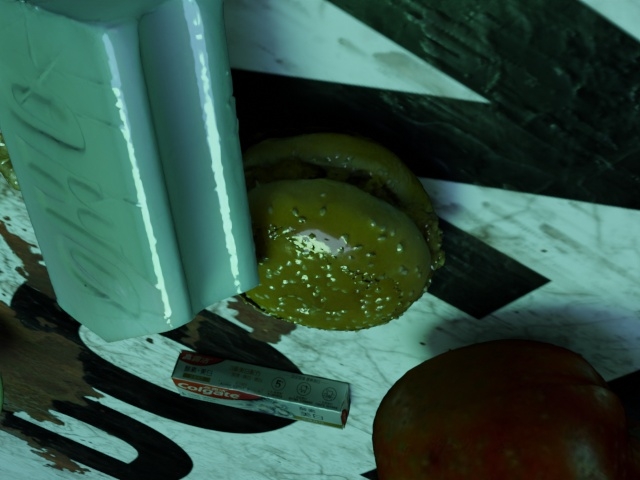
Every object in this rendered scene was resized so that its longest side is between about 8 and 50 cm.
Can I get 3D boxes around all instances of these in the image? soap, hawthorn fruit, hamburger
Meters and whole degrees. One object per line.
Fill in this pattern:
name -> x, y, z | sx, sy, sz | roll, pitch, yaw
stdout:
soap -> -0.139, -0.050, 0.632 | 0.173, 0.095, 0.289 | 27, 138, 34
hawthorn fruit -> 0.210, 0.198, 0.852 | 0.300, 0.254, 0.254 | -32, 127, 17
hamburger -> 0.009, 0.002, 0.736 | 0.191, 0.117, 0.182 | 32, 148, -28

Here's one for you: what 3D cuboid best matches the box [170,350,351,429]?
box -> -0.072, 0.182, 1.104 | 0.218, 0.039, 0.055 | 10, 147, 11

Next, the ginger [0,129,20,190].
ginger -> -0.344, -0.108, 0.797 | 0.176, 0.052, 0.193 | -3, 139, 32

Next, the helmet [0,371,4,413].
helmet -> -0.525, 0.147, 1.182 | 0.204, 0.137, 0.257 | -29, 116, 2
